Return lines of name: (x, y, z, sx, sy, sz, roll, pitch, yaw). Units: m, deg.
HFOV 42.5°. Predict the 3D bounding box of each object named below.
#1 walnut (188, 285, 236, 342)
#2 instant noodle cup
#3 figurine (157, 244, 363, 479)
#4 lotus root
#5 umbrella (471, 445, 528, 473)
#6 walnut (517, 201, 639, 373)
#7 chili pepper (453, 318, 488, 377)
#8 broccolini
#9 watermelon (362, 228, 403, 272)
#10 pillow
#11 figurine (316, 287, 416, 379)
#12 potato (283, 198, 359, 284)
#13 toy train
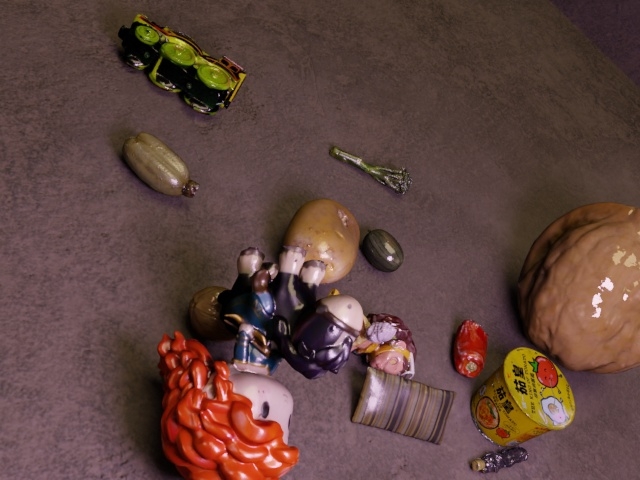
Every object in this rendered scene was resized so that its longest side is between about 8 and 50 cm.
walnut: (-0.181, 0.135, 1.506, 0.124, 0.105, 0.105, 15, 47, -30)
instant noodle cup: (0.408, 0.335, 1.698, 0.182, 0.144, 0.182, 20, 45, -21)
figurine: (-0.101, 0.203, 1.341, 0.306, 0.241, 0.412, 33, 81, 25)
lotus root: (-0.323, -0.145, 1.665, 0.183, 0.077, 0.090, 40, 49, 6)
umbrella: (0.360, 0.441, 1.650, 0.144, 0.037, 0.040, -2, 34, -36)
walnut: (0.634, 0.117, 1.873, 0.384, 0.383, 0.383, 19, 46, -20)
chili pepper: (0.324, 0.237, 1.783, 0.070, 0.073, 0.123, -3, 38, 18)
broccolini: (0.128, -0.183, 2.020, 0.216, 0.058, 0.067, 29, 46, -9)
watermelon: (0.138, 0.022, 1.837, 0.078, 0.078, 0.110, -19, 64, -43)
pillow: (0.163, 0.322, 1.596, 0.203, 0.038, 0.113, 20, 84, -20)
figurine: (0.090, 0.189, 1.604, 0.240, 0.175, 0.116, 35, 37, -31)
potato: (0.000, 0.000, 1.717, 0.234, 0.146, 0.150, -69, 146, -60)
toy train: (-0.318, -0.404, 1.882, 0.296, 0.100, 0.160, 35, 35, -3)
